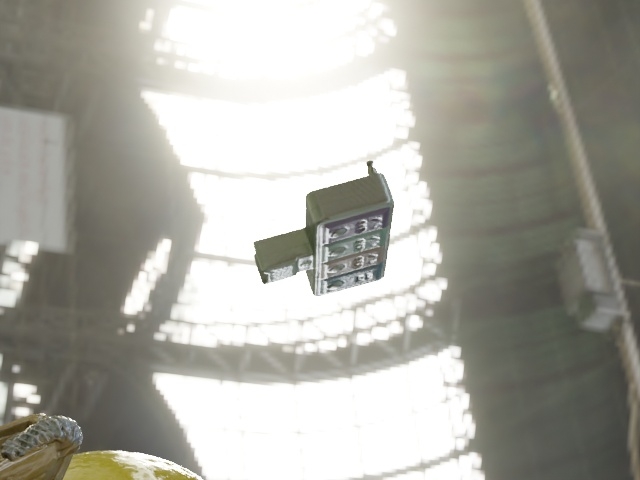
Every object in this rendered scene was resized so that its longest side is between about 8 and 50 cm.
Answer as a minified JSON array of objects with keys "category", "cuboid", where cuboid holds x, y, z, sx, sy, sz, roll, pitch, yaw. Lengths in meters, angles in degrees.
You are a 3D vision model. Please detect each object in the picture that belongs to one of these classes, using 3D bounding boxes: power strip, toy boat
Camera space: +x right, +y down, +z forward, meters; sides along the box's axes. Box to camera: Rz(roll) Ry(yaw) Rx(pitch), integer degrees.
[{"category":"power strip","cuboid":[0.000,0.000,1.586,0.215,0.145,0.061,92,-21,-66]},{"category":"toy boat","cuboid":[-0.377,0.216,1.427,0.089,0.321,0.121,22,-68,41]}]

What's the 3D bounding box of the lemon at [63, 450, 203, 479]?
[{"category":"lemon","cuboid":[-0.220,0.398,1.656,0.364,0.364,0.364,-171,-90,-70]}]
